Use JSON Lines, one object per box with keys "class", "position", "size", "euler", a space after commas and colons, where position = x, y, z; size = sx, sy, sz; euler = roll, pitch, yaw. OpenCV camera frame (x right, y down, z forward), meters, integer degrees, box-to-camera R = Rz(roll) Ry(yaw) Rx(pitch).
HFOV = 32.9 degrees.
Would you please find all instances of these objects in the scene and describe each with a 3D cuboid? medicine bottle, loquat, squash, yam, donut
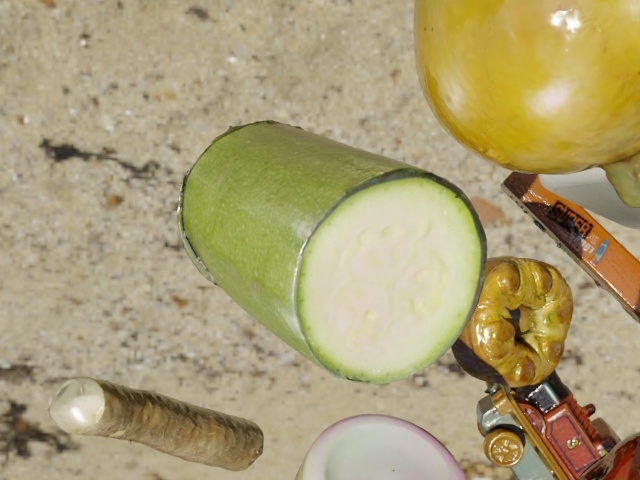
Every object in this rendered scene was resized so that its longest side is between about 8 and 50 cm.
{"class": "medicine bottle", "position": [0.034, 0.417, 1.413], "size": [0.219, 0.219, 0.388], "euler": [5, 136, -16]}
{"class": "loquat", "position": [0.258, -0.198, 1.112], "size": [0.328, 0.359, 0.328], "euler": [-23, 179, 0]}
{"class": "squash", "position": [0.000, 0.000, 1.363], "size": [0.263, 0.263, 0.384], "euler": [11, -172, -30]}
{"class": "yam", "position": [-0.189, 0.229, 1.332], "size": [0.081, 0.081, 0.357], "euler": [-12, 158, 27]}
{"class": "medicine bottle", "position": [0.559, -0.110, 1.864], "size": [0.282, 0.123, 0.375], "euler": [-3, 165, 42]}
{"class": "donut", "position": [0.306, 0.130, 1.746], "size": [0.227, 0.226, 0.114], "euler": [16, 174, -39]}

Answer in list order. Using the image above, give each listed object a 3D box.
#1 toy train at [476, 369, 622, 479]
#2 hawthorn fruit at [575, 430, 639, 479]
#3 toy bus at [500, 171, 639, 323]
{"class": "toy train", "position": [0.460, 0.409, 2.116], "size": [0.232, 0.369, 0.163], "euler": [-34, -172, 7]}
{"class": "hawthorn fruit", "position": [0.483, 0.415, 1.550], "size": [0.300, 0.275, 0.275], "euler": [-26, 164, -14]}
{"class": "toy bus", "position": [0.534, 0.001, 2.187], "size": [0.093, 0.409, 0.092], "euler": [-45, 171, 1]}
